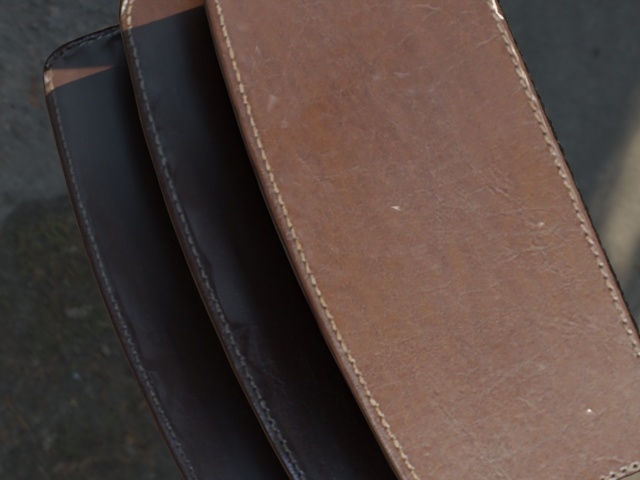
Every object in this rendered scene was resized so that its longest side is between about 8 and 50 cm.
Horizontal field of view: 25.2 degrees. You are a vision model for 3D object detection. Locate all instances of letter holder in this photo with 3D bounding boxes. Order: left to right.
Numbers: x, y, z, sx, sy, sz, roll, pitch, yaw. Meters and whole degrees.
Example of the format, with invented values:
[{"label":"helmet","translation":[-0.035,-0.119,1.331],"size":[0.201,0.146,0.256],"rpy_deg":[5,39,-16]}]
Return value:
[{"label":"letter holder","translation":[0.000,0.000,0.692],"size":[0.214,0.152,0.302],"rpy_deg":[-22,87,-9]}]
